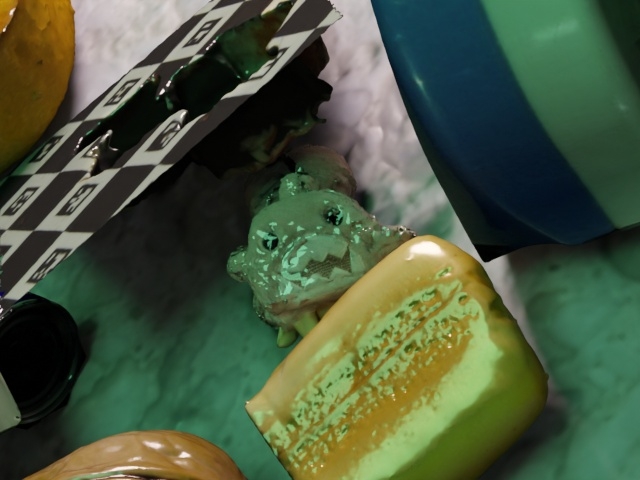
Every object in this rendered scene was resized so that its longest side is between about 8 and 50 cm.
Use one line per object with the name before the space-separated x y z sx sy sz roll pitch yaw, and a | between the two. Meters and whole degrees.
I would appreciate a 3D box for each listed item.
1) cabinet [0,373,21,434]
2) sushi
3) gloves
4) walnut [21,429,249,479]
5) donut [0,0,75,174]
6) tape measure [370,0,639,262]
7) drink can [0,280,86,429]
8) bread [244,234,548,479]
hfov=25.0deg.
cabinet | -0.332 0.113 0.959 0.206 0.145 0.150 -36 80 44
sushi | -0.102 -0.070 1.001 0.292 0.059 0.294 -40 23 5
gloves | -0.008 0.001 0.917 0.110 0.094 0.144 -37 41 -3
walnut | -0.122 0.200 0.838 0.207 0.167 0.167 -30 52 15
donut | -0.312 -0.148 1.185 0.277 0.108 0.277 -18 55 28
tape measure | 0.115 -0.151 0.815 0.138 0.262 0.259 -16 58 15
drink can | -0.286 0.061 1.067 0.235 0.097 0.097 14 74 39
bread | 0.047 0.092 0.827 0.173 0.085 0.134 -42 58 10
